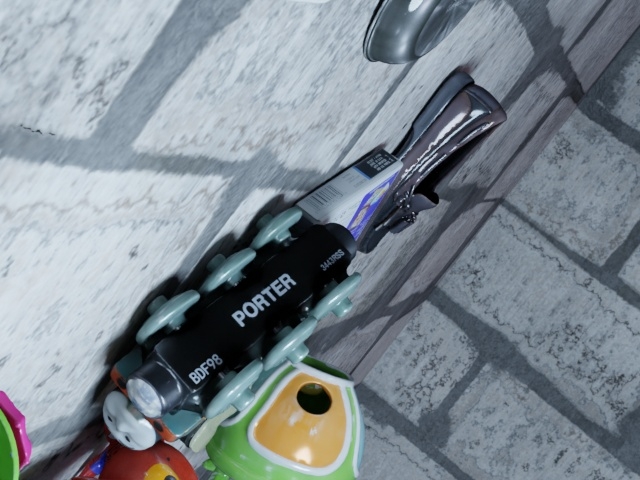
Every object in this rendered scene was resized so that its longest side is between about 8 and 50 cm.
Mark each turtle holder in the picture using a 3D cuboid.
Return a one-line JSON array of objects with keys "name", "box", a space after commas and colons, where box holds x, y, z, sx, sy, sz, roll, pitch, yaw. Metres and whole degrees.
[{"name": "turtle holder", "box": [-0.032, 0.297, 1.733, 0.227, 0.243, 0.320, -68, 158, 1]}]

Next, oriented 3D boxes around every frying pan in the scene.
[{"name": "frying pan", "box": [0.155, -0.299, 1.097, 0.326, 0.053, 0.197, -52, 169, 20]}]

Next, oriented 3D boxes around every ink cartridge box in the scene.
[{"name": "ink cartridge box", "box": [0.000, 0.000, 1.411, 0.206, 0.045, 0.208, -37, 160, -50]}]

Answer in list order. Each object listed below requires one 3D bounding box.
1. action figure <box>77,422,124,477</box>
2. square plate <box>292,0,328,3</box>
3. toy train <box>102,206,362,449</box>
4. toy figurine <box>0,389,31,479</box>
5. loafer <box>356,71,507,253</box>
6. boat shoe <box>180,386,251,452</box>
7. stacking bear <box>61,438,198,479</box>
[{"name": "action figure", "box": [-0.247, 0.322, 1.283, 0.139, 0.091, 0.280, -18, 122, -31]}, {"name": "square plate", "box": [0.018, -0.289, 0.607, 0.344, 0.049, 0.347, -56, 167, 21]}, {"name": "toy train", "box": [-0.090, 0.097, 1.186, 0.334, 0.142, 0.190, -40, 173, -42]}, {"name": "toy figurine", "box": [-0.272, 0.158, 0.782, 0.173, 0.130, 0.159, -29, 177, 0]}, {"name": "loafer", "box": [0.141, -0.088, 1.545, 0.302, 0.095, 0.109, -56, 167, 24]}, {"name": "boat shoe", "box": [-0.151, 0.241, 1.598, 0.133, 0.042, 0.049, -47, 147, -17]}, {"name": "stacking bear", "box": [-0.239, 0.306, 1.112, 0.289, 0.175, 0.164, -35, 176, -37]}]
